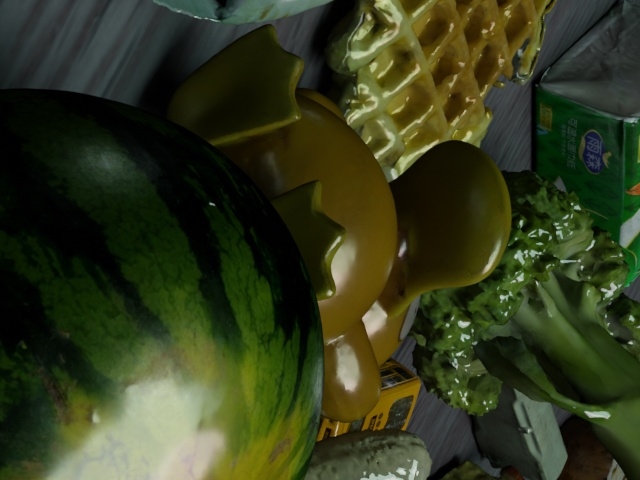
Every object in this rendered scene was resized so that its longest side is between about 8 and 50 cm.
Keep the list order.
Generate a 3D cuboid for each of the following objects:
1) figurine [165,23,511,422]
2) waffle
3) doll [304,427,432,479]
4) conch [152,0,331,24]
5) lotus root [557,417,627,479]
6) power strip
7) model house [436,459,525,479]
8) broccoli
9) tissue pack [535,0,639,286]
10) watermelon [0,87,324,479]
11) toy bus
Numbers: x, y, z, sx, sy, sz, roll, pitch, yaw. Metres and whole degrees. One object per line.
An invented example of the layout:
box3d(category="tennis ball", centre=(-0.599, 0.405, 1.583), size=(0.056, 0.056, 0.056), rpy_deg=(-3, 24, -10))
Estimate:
box3d(category="figurine", centre=(-0.009, 0.000, 0.822), size=(0.228, 0.215, 0.215), rpy_deg=(12, 104, -43))
box3d(category="waffle", centre=(0.093, -0.156, 0.944), size=(0.250, 0.056, 0.261), rpy_deg=(-18, 130, -50))
box3d(category="doll", centre=(-0.057, 0.189, 0.809), size=(0.278, 0.149, 0.175), rpy_deg=(-13, 99, -22))
box3d(category="conch", centre=(-0.026, -0.205, 0.657), size=(0.200, 0.131, 0.172), rpy_deg=(-11, 156, -20))
box3d(category="lotus root", centre=(0.311, 0.259, 1.570), size=(0.112, 0.081, 0.122), rpy_deg=(-47, 146, -27))
box3d(category="power strip", centre=(0.171, 0.147, 1.279), size=(0.048, 0.080, 0.286), rpy_deg=(-57, 148, -20))
box3d(category="model house", centre=(0.152, 0.334, 1.274), size=(0.254, 0.196, 0.160), rpy_deg=(-47, 144, -21))
box3d(category="broccoli", centre=(0.174, 0.091, 1.075), size=(0.186, 0.302, 0.254), rpy_deg=(-31, -177, 14))
box3d(category="tissue pack", centre=(0.288, -0.072, 1.203), size=(0.148, 0.156, 0.209), rpy_deg=(-44, 144, -31))
box3d(category="watermelon", centre=(-0.127, 0.060, 0.598), size=(0.269, 0.269, 0.269), rpy_deg=(-36, 141, -37))
box3d(category="toy bus", centre=(0.003, 0.125, 1.010), size=(0.162, 0.074, 0.070), rpy_deg=(-10, 123, -55))
